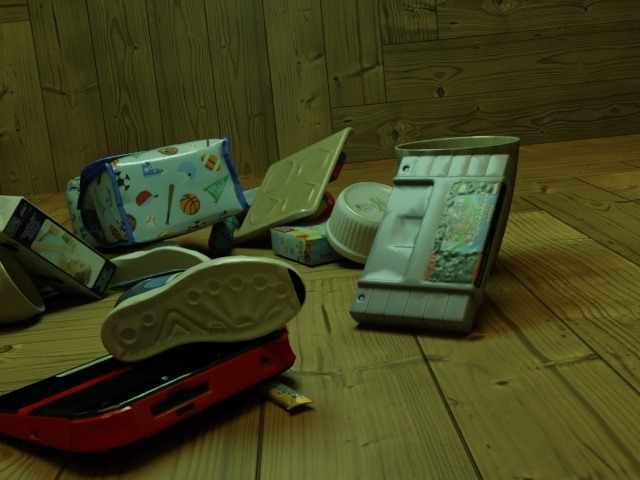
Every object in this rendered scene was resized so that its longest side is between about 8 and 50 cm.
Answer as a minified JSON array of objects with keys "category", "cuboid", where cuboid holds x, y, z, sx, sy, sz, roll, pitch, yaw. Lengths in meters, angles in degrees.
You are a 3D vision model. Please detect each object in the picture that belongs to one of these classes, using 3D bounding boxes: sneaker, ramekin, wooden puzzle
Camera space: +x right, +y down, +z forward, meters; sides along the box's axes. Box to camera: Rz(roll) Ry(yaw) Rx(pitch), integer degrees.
[{"category":"sneaker","cuboid":[-0.169,0.083,1.321,0.322,0.130,0.236,-17,9,8]},{"category":"ramekin","cuboid":[0.122,-0.046,1.953,0.207,0.109,0.207,8,36,-6]},{"category":"sneaker","cuboid":[-0.332,0.046,1.935,0.292,0.108,0.169,0,16,29]},{"category":"wooden puzzle","cuboid":[-0.065,-0.132,2.290,0.322,0.080,0.348,-20,33,43]}]

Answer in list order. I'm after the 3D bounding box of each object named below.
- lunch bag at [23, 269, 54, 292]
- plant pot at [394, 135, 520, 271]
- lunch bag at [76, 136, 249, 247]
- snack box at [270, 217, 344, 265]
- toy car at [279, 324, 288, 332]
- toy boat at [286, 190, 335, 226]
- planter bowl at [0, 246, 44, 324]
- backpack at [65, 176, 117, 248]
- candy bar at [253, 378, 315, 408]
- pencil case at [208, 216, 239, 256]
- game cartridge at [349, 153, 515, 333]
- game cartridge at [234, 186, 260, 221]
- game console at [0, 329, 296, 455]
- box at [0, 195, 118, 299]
[{"category":"lunch bag","cuboid":[-0.773,0.058,1.939,0.235,0.169,0.287,3,11,36]},{"category":"plant pot","cuboid":[0.291,-0.070,1.776,0.256,0.274,0.256,-4,11,1]},{"category":"lunch bag","cuboid":[-0.418,-0.115,2.138,0.327,0.239,0.385,-15,1,-27]},{"category":"snack box","cuboid":[0.000,0.000,2.080,0.174,0.070,0.207,-10,14,-27]},{"category":"toy car","cuboid":[-0.086,0.155,1.470,0.060,0.041,0.122,-6,12,-2]},{"category":"toy boat","cuboid":[-0.044,-0.120,2.465,0.150,0.151,0.231,-2,13,15]},{"category":"planter bowl","cuboid":[-0.659,0.108,1.732,0.109,0.162,0.162,-35,17,-7]},{"category":"backpack","cuboid":[-0.581,-0.088,2.391,0.253,0.225,0.191,-4,14,10]},{"category":"candy bar","cuboid":[-0.065,0.217,1.227,0.040,0.018,0.161,-12,15,-30]},{"category":"pencil case","cuboid":[-0.254,-0.019,2.216,0.064,0.070,0.152,-8,24,5]},{"category":"game cartridge","cuboid":[0.206,-0.006,1.522,0.230,0.068,0.355,-1,56,36]},{"category":"game cartridge","cuboid":[-0.169,-0.123,2.599,0.294,0.060,0.196,-17,-12,-39]},{"category":"game console","cuboid":[-0.263,0.210,1.247,0.342,0.060,0.386,-8,7,42]},{"category":"box","cuboid":[-0.601,0.017,1.829,0.169,0.087,0.290,3,-29,39]}]
